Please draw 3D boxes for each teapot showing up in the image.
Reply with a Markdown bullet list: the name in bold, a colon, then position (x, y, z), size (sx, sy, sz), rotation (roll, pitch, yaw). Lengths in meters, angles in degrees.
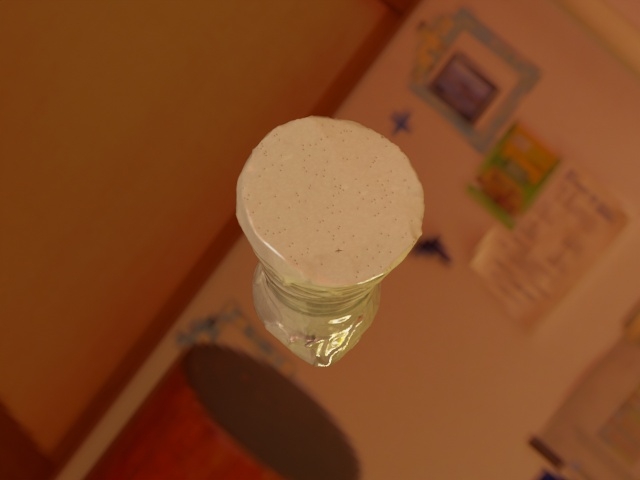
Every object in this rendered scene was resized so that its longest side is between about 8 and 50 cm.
- **teapot**: position (0.000, 0.000, 0.595), size (0.057, 0.083, 0.067), rotation (0, 63, -5)
